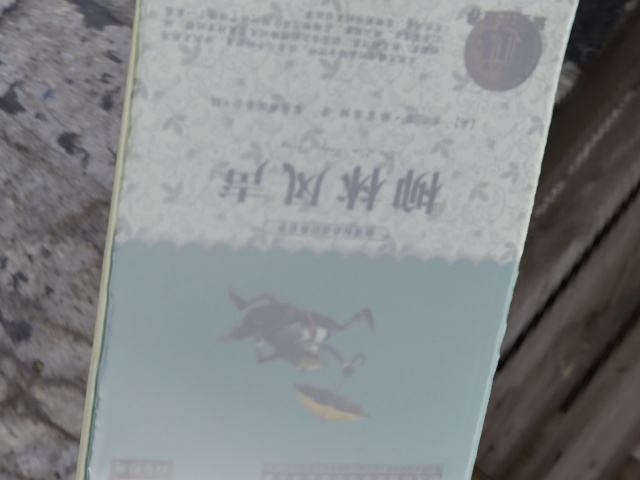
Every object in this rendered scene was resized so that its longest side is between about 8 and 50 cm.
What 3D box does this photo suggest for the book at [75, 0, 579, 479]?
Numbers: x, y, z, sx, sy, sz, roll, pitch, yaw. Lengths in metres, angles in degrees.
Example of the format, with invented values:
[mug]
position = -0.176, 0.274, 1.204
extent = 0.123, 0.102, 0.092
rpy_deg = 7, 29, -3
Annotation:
[book]
position = 0.000, 0.000, 0.875
extent = 0.264, 0.031, 0.379
rpy_deg = 3, 110, -16
